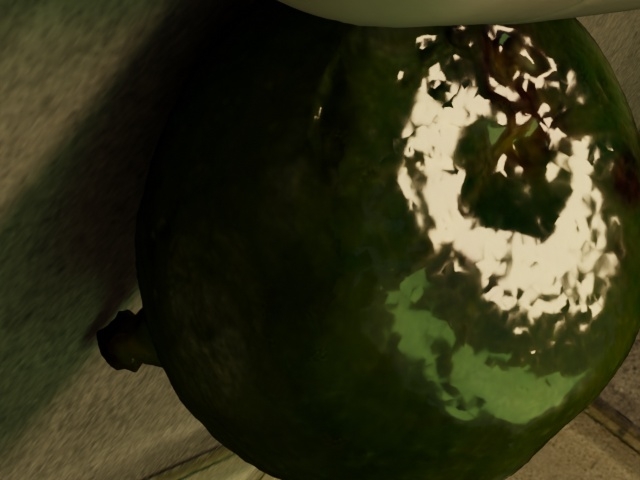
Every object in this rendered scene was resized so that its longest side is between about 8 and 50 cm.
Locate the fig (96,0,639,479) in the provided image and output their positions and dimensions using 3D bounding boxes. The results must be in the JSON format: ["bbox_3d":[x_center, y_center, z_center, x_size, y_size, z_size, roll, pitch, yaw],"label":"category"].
[{"bbox_3d":[0.000,0.000,0.686,0.235,0.203,0.203,-11,-151,52],"label":"fig"}]

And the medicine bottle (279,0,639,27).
[{"bbox_3d":[0.065,-0.128,0.509,0.130,0.130,0.341,-57,165,21],"label":"medicine bottle"}]
